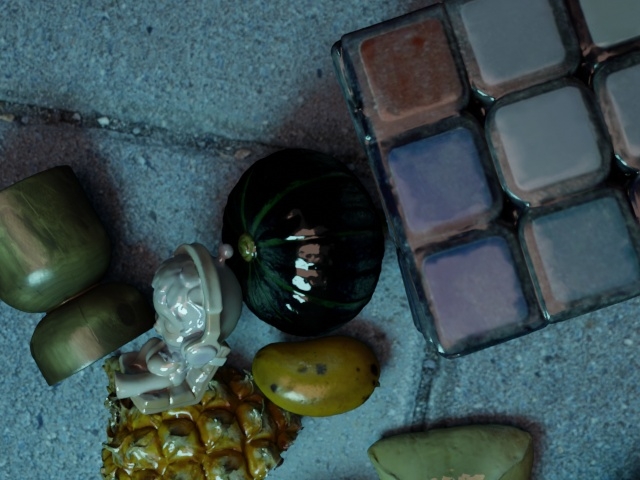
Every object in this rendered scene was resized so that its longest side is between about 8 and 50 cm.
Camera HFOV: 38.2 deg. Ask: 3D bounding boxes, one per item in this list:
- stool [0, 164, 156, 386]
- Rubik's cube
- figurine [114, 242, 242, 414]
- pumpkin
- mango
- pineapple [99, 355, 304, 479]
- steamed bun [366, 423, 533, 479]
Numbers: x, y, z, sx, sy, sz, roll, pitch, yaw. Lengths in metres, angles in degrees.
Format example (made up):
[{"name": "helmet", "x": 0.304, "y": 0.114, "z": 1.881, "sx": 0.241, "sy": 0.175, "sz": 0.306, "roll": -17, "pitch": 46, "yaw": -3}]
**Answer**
[{"name": "stool", "x": -0.369, "y": 0.047, "z": 1.309, "sx": 0.179, "sy": 0.179, "sz": 0.264, "roll": -28, "pitch": 93, "yaw": 13}, {"name": "Rubik's cube", "x": 0.232, "y": -0.085, "z": 1.053, "sx": 0.363, "sy": 0.359, "sz": 0.362, "roll": -19, "pitch": 89, "yaw": 6}, {"name": "figurine", "x": -0.179, "y": 0.103, "z": 1.184, "sx": 0.141, "sy": 0.162, "sz": 0.237, "roll": 4, "pitch": 126, "yaw": -32}, {"name": "pumpkin", "x": 0.000, "y": 0.000, "z": 1.231, "sx": 0.248, "sy": 0.248, "sz": 0.248, "roll": 2, "pitch": 99, "yaw": 10}, {"name": "mango", "x": -0.004, "y": 0.190, "z": 1.290, "sx": 0.178, "sy": 0.090, "sz": 0.115, "roll": -4, "pitch": 57, "yaw": -15}, {"name": "pineapple", "x": -0.240, "y": 0.294, "z": 1.307, "sx": 0.286, "sy": 0.209, "sz": 0.344, "roll": 45, "pitch": 102, "yaw": 2}, {"name": "steamed bun", "x": 0.195, "y": 0.372, "z": 1.294, "sx": 0.231, "sy": 0.110, "sz": 0.212, "roll": -12, "pitch": 97, "yaw": 14}]
